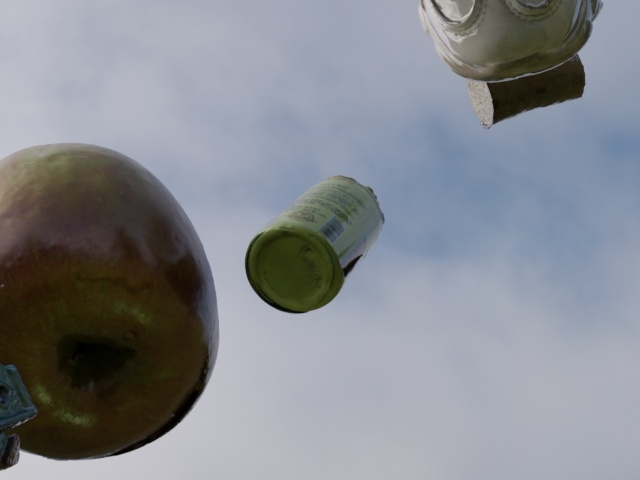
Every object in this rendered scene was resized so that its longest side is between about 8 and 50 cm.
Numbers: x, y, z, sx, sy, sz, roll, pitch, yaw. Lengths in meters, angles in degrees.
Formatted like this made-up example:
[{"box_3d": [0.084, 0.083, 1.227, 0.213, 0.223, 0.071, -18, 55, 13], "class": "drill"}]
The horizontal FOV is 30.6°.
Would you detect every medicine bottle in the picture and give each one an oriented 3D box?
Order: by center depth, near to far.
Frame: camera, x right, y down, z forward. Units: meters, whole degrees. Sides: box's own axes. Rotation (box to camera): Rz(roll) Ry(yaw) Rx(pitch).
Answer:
[{"box_3d": [0.000, 0.000, 1.465, 0.124, 0.124, 0.239, -27, 7, 25], "class": "medicine bottle"}]

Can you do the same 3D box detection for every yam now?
[{"box_3d": [0.240, -0.188, 1.388, 0.127, 0.084, 0.084, -19, -29, -13], "class": "yam"}]

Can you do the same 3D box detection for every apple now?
[{"box_3d": [-0.310, 0.071, 1.447, 0.374, 0.374, 0.384, -9, -56, -3], "class": "apple"}]

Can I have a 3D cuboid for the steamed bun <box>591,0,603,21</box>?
[{"box_3d": [0.335, -0.369, 1.682, 0.106, 0.178, 0.192, -22, -8, 20], "class": "steamed bun"}]

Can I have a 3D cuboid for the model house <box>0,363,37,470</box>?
[{"box_3d": [-0.304, 0.162, 0.997, 0.119, 0.148, 0.148, -25, -50, 32], "class": "model house"}]

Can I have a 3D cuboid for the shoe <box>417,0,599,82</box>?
[{"box_3d": [0.139, -0.322, 1.074, 0.171, 0.351, 0.198, -16, -24, 15], "class": "shoe"}]
